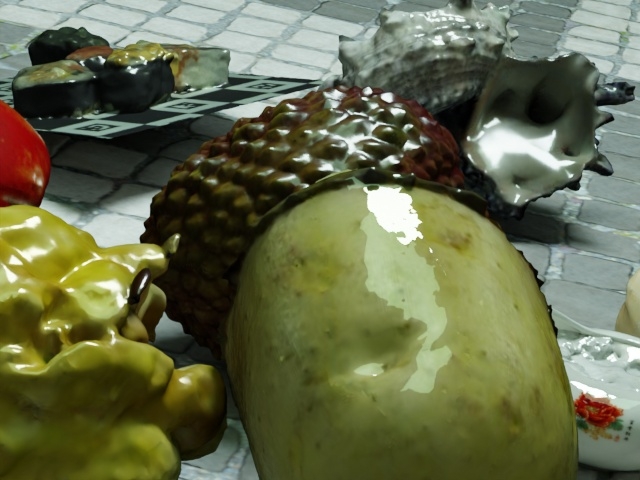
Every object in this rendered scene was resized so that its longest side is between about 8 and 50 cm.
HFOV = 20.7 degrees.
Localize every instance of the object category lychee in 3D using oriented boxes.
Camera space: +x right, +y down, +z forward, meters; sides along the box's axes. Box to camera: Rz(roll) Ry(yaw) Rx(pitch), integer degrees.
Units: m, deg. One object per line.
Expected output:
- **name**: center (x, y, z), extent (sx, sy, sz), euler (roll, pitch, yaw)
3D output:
- **lychee**: center (0.000, 0.000, 1.324), extent (0.271, 0.236, 0.236), euler (-3, 23, -2)

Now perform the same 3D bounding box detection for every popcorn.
- **popcorn**: center (-0.178, 0.093, 1.091), extent (0.253, 0.191, 0.190), euler (12, 35, -16)

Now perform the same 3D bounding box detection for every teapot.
- **teapot**: center (0.223, 0.121, 1.299), extent (0.226, 0.092, 0.145), euler (19, 27, 21)

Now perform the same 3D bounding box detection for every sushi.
- **sushi**: center (-0.228, -0.177, 1.784), extent (0.359, 0.064, 0.343), euler (8, 18, 36)

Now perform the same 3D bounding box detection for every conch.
- **conch**: center (0.148, -0.142, 1.727), extent (0.313, 0.241, 0.186), euler (17, 41, 11)

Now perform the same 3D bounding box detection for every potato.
- **potato**: center (0.056, 0.118, 1.065), extent (0.242, 0.285, 0.242), euler (-4, 42, 4)

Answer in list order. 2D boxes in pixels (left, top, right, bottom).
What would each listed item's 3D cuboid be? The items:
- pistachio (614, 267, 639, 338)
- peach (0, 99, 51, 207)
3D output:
- **pistachio**: center (0.347, 0.083, 1.381), extent (0.229, 0.157, 0.157), euler (22, 25, 23)
- **peach**: center (-0.327, -0.042, 1.341), extent (0.226, 0.190, 0.196), euler (16, 17, -11)
